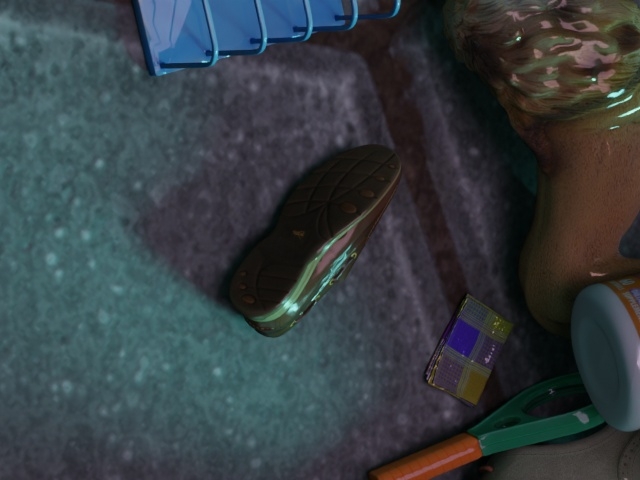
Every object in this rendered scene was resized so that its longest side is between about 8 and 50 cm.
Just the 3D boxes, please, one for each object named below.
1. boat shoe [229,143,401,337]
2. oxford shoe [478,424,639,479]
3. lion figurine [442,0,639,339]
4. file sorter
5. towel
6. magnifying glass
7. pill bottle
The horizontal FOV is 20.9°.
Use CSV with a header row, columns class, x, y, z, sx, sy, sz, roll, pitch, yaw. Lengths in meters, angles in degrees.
class,x,y,z,sx,sy,sz,roll,pitch,yaw
boat shoe,0.000,0.000,1.340,0.178,0.064,0.060,-50,147,-16
oxford shoe,0.154,0.260,1.436,0.397,0.140,0.146,-27,69,-19
lion figurine,0.222,-0.048,1.423,0.240,0.142,0.392,-10,104,-23
file sorter,-0.041,-0.197,1.265,0.170,0.104,0.118,-19,105,-29
towel,0.125,0.093,1.448,0.060,0.009,0.083,33,77,-29
magnifying glass,0.147,0.158,1.433,0.231,0.092,0.026,-22,105,-17
pill bottle,0.320,0.069,1.387,0.216,0.121,0.121,-14,102,-13
